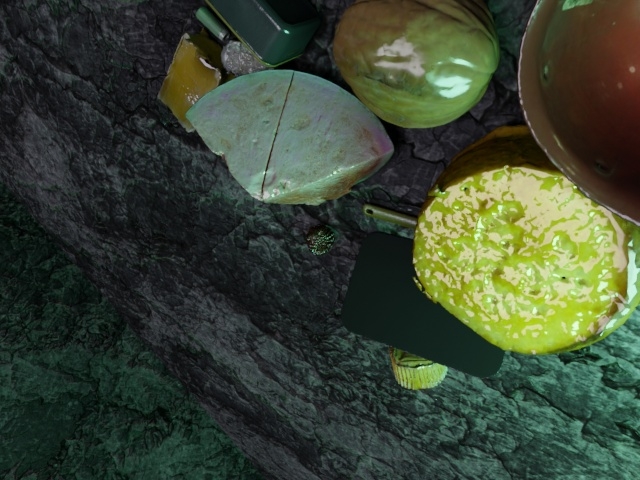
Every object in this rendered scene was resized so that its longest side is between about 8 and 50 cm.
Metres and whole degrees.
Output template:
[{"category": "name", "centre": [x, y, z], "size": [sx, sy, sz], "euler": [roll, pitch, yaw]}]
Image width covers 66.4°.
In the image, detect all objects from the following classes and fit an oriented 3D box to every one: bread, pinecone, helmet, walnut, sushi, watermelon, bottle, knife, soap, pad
[{"category": "bread", "centre": [0.355, 0.006, 0.822], "size": [0.398, 0.215, 0.398], "euler": [15, 121, 26]}, {"category": "pinecone", "centre": [0.000, 0.000, 1.237], "size": [0.077, 0.077, 0.083], "euler": [33, 164, 15]}, {"category": "helmet", "centre": [0.444, -0.212, 0.565], "size": [0.385, 0.230, 0.337], "euler": [52, 138, -6]}, {"category": "walnut", "centre": [0.145, -0.292, 0.765], "size": [0.261, 0.225, 0.225], "euler": [22, 134, 24]}, {"category": "sushi", "centre": [-0.134, -0.381, 1.037], "size": [0.150, 0.078, 0.090], "euler": [27, 130, 22]}, {"category": "watermelon", "centre": [-0.057, -0.200, 1.034], "size": [0.292, 0.319, 0.222], "euler": [58, 177, 11]}, {"category": "bread", "centre": [0.230, 0.261, 1.157], "size": [0.132, 0.190, 0.114], "euler": [-9, 124, 13]}, {"category": "bottle", "centre": [-0.238, -0.480, 1.083], "size": [0.083, 0.030, 0.030], "euler": [45, 139, 1]}, {"category": "knife", "centre": [0.239, -0.033, 1.038], "size": [0.343, 0.027, 0.061], "euler": [20, 128, 28]}, {"category": "soap", "centre": [-0.300, -0.378, 1.184], "size": [0.135, 0.076, 0.233], "euler": [49, 140, -1]}, {"category": "pad", "centre": [0.229, 0.165, 1.083], "size": [0.375, 0.315, 0.063], "euler": [15, 175, 32]}]

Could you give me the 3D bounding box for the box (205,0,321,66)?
[{"category": "box", "centre": [-0.106, -0.442, 0.918], "size": [0.201, 0.144, 0.090], "euler": [49, 135, -1]}]

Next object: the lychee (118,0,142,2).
[{"category": "lychee", "centre": [-0.381, -0.595, 0.908], "size": [0.300, 0.300, 0.300], "euler": [22, 134, 26]}]
